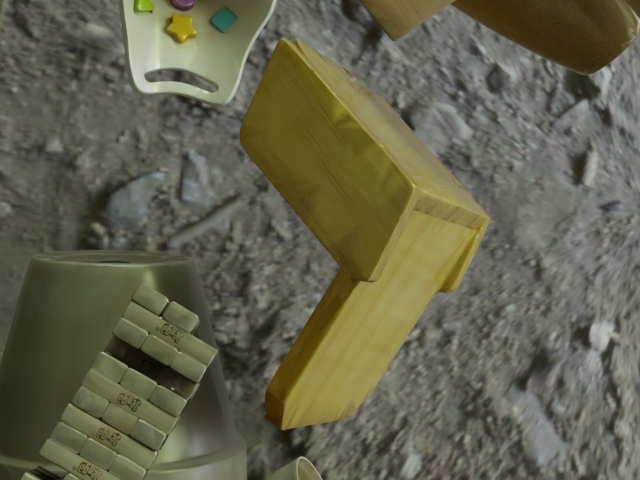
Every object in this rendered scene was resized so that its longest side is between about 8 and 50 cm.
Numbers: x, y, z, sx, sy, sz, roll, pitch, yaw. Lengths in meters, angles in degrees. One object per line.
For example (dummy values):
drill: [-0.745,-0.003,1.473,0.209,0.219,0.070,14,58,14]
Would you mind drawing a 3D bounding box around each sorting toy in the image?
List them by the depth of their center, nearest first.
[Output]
sorting toy: [-0.067,-0.106,0.626,0.083,0.045,0.075,8,77,-22]

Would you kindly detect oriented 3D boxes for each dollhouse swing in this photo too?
dollhouse swing: [0.000,0.000,1.475,0.305,0.347,0.315,-44,73,13]

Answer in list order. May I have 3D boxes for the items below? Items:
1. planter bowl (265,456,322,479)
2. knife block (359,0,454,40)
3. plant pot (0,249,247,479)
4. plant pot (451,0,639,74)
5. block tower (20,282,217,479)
planter bowl: [-0.044,0.402,1.785,0.109,0.162,0.162,-25,85,9]
knife block: [0.039,-0.253,0.821,0.275,0.242,0.088,-32,56,11]
plant pot: [-0.241,0.157,1.472,0.323,0.323,0.280,4,94,15]
plant pot: [0.265,-0.324,1.485,0.254,0.237,0.237,42,101,-10]
block tower: [-0.204,0.205,1.100,0.091,0.097,0.335,30,83,0]
